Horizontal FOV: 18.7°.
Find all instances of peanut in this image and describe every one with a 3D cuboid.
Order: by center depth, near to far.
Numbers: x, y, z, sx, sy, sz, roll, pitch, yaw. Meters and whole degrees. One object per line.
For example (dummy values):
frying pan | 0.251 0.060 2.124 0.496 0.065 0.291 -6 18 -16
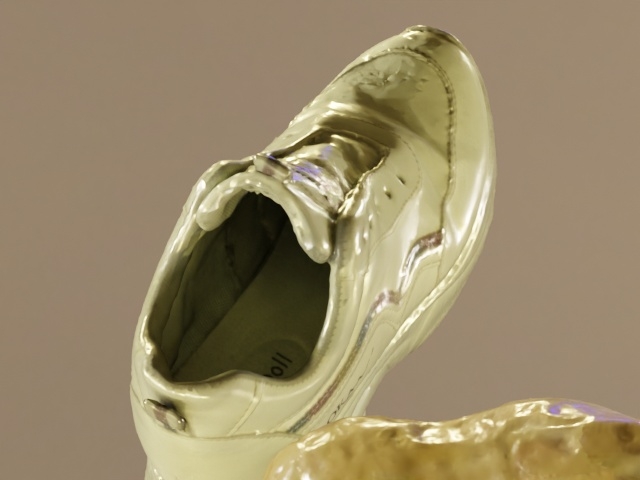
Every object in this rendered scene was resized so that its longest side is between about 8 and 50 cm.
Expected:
peanut | 0.071 0.117 0.860 0.214 0.099 0.099 -9 -142 18

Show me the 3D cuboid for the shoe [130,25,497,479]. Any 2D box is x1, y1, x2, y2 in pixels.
shoe | 0.000 0.000 1.069 0.132 0.210 0.342 22 -112 16
